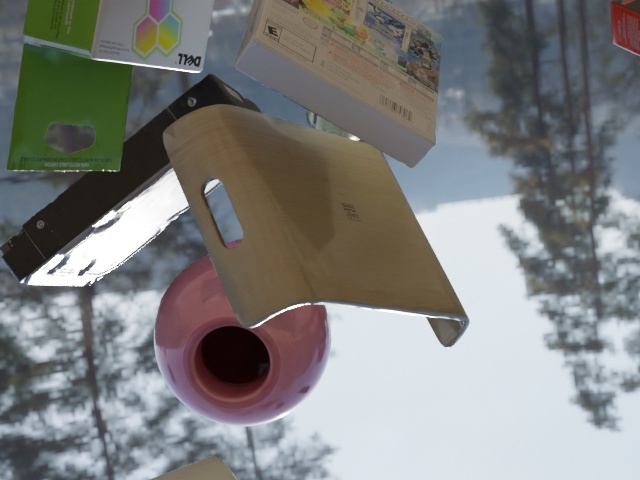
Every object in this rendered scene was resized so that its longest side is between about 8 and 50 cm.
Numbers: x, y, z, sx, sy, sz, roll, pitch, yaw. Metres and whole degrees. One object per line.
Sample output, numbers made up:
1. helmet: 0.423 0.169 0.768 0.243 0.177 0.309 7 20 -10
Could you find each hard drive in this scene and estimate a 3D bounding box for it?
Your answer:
1. hard drive: -0.222 -0.065 1.496 0.339 0.064 0.237 -37 171 6

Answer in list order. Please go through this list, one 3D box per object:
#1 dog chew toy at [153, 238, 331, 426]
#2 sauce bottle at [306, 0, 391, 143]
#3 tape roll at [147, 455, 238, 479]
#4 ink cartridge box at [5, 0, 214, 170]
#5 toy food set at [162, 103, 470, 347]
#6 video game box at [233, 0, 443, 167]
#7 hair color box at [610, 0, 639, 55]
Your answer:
1. dog chew toy: -0.082 0.090 1.443 0.207 0.206 0.332 -7 -166 7
2. sauce bottle: 0.046 -0.240 1.539 0.111 0.111 0.344 -8 158 -9
3. tape roll: -0.098 0.355 1.124 0.100 0.286 0.286 -18 -173 -18
4. ink cartridge box: -0.208 -0.187 1.210 0.097 0.255 0.189 15 -170 27
5. toy food set: 0.000 0.000 1.148 0.306 0.219 0.092 9 138 -48
6. video game box: 0.024 -0.188 1.167 0.205 0.187 0.048 28 133 -17
7. hair color box: 0.313 -0.172 0.980 0.072 0.043 0.141 -26 -143 -17
